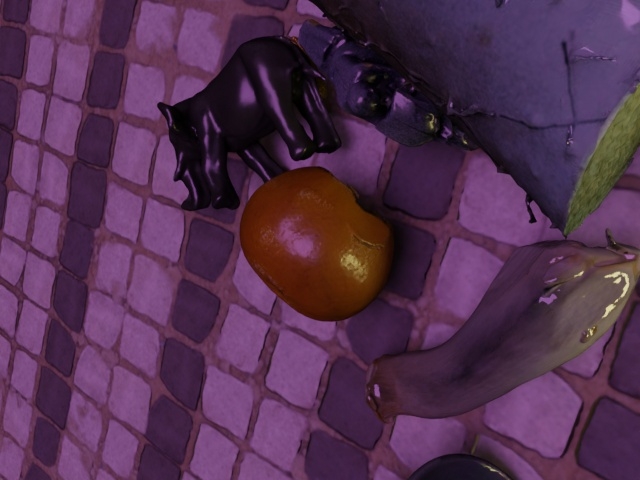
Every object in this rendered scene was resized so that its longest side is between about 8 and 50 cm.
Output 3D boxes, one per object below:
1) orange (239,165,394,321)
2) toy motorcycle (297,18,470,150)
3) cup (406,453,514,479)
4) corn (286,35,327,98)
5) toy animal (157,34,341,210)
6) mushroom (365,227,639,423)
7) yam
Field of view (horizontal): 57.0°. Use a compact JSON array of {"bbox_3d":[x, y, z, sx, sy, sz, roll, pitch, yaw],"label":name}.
[{"bbox_3d":[0.000,0.000,0.564,0.154,0.155,0.134,30,66,28],"label":"orange"},{"bbox_3d":[0.055,-0.139,0.527,0.193,0.124,0.061,45,128,20],"label":"toy motorcycle"},{"bbox_3d":[0.089,0.302,0.516,0.150,0.199,0.199,-38,72,47],"label":"cup"},{"bbox_3d":[-0.019,-0.185,0.630,0.028,0.027,0.083,-38,74,46],"label":"corn"},{"bbox_3d":[-0.085,-0.117,0.635,0.245,0.114,0.146,-30,86,25],"label":"toy animal"},{"bbox_3d":[0.143,0.085,0.503,0.278,0.099,0.096,-45,64,30],"label":"mushroom"},{"bbox_3d":[0.118,-0.197,0.415,0.348,0.241,0.241,47,116,26],"label":"yam"}]
